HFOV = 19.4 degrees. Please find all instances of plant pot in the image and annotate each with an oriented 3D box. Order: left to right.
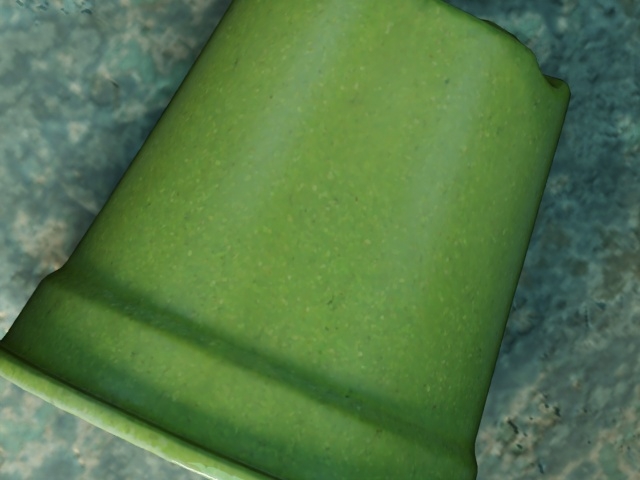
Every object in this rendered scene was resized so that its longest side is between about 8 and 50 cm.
[{"bbox_3d":[0.000,0.000,0.968,0.276,0.276,0.254,25,87,-9],"label":"plant pot"}]
